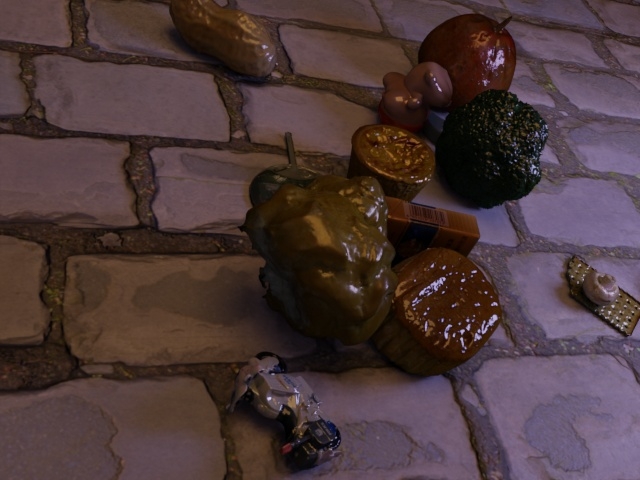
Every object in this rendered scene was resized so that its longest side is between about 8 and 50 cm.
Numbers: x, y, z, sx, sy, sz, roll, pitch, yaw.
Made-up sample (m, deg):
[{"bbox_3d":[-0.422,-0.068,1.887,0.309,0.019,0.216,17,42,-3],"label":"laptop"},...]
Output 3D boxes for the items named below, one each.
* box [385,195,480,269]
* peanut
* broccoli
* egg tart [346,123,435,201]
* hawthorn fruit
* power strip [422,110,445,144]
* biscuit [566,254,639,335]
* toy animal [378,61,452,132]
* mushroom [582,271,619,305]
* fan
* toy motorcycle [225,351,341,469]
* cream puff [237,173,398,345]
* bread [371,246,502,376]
[{"bbox_3d":[0.190,-0.002,1.544,0.237,0.152,0.070,12,46,-12],"label":"box"},{"bbox_3d":[-0.246,-0.525,1.875,0.313,0.149,0.149,29,43,9],"label":"peanut"},{"bbox_3d":[0.426,-0.220,1.820,0.297,0.297,0.297,17,32,-56],"label":"broccoli"},{"bbox_3d":[0.142,-0.153,1.675,0.202,0.147,0.202,13,45,-13],"label":"egg tart"},{"bbox_3d":[0.414,-0.502,2.027,0.277,0.298,0.277,22,43,-22],"label":"hawthorn fruit"},{"bbox_3d":[0.369,-0.286,1.979,0.216,0.044,0.137,14,44,-9],"label":"power strip"},{"bbox_3d":[0.648,0.127,1.716,0.203,0.016,0.144,37,44,13],"label":"biscuit"},{"bbox_3d":[0.235,-0.364,1.898,0.171,0.198,0.171,39,32,-30],"label":"toy animal"},{"bbox_3d":[0.631,0.104,1.668,0.083,0.067,0.083,17,36,-13],"label":"mushroom"},{"bbox_3d":[-0.030,-0.121,1.667,0.223,0.012,0.294,26,44,2],"label":"fan"},{"bbox_3d":[-0.064,0.275,1.205,0.150,0.102,0.221,-14,53,-48],"label":"toy motorcycle"},{"bbox_3d":[0.036,0.026,1.309,0.270,0.323,0.274,-34,50,-19],"label":"cream puff"},{"bbox_3d":[0.216,0.134,1.429,0.253,0.142,0.227,-25,73,-43],"label":"bread"}]
